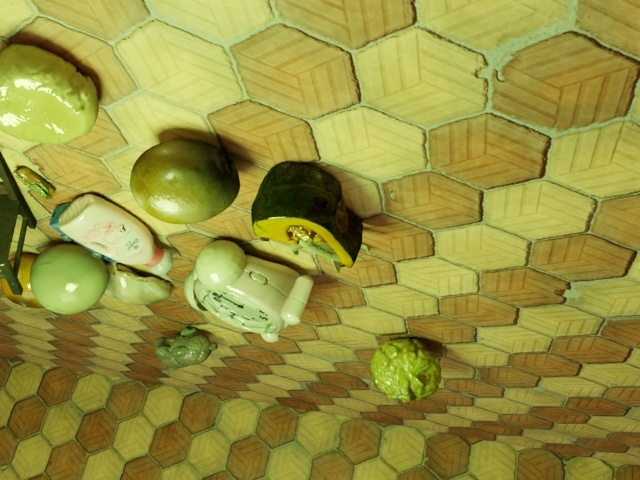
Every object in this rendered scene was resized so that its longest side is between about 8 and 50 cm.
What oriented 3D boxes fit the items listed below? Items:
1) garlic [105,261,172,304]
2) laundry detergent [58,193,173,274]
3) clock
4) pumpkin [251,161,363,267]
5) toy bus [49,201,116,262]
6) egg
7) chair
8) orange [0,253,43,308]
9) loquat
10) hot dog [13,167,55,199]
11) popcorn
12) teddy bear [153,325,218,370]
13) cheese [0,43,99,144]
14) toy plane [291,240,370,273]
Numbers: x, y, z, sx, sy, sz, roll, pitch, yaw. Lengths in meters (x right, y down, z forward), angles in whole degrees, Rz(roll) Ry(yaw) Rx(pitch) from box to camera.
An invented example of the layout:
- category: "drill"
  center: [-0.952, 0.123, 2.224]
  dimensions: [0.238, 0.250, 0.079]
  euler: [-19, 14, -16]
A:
- category: "garlic"
  center: [-0.634, 0.153, 2.327]
  dimensions: [0.217, 0.110, 0.228]
  euler: [-3, 151, 38]
- category: "laundry detergent"
  center: [-0.548, -0.003, 1.954]
  dimensions: [0.159, 0.088, 0.335]
  euler: [-30, 138, 20]
- category: "clock"
  center: [-0.218, 0.142, 2.026]
  dimensions: [0.325, 0.184, 0.342]
  euler: [23, 149, -10]
- category: "pumpkin"
  center: [-0.034, -0.046, 1.579]
  dimensions: [0.189, 0.139, 0.280]
  euler: [-3, 148, 23]
- category: "toy bus"
  center: [-0.649, -0.018, 2.004]
  dimensions: [0.094, 0.079, 0.236]
  euler: [-10, 147, 36]
- category: "egg"
  center: [-0.779, 0.119, 2.188]
  dimensions: [0.269, 0.219, 0.219]
  euler: [-13, 145, 39]
- category: "chair"
  center: [-0.907, -0.042, 1.868]
  dimensions: [0.202, 0.241, 0.416]
  euler: [8, 156, -5]
- category: "orange"
  center: [-0.970, 0.146, 2.396]
  dimensions: [0.223, 0.170, 0.224]
  euler: [12, 154, 6]
- category: "loquat"
  center: [-0.285, -0.123, 1.505]
  dimensions: [0.227, 0.179, 0.179]
  euler: [4, 155, 0]
- category: "hot dog"
  center: [-0.737, -0.144, 1.826]
  dimensions: [0.056, 0.041, 0.133]
  euler: [-3, 151, 31]
- category: "popcorn"
  center: [0.285, 0.431, 2.362]
  dimensions: [0.236, 0.206, 0.251]
  euler: [-7, 170, 5]
- category: "teddy bear"
  center: [-0.539, 0.425, 2.778]
  dimensions: [0.235, 0.151, 0.267]
  euler: [-6, 165, -38]
- category: "cheese"
  center: [-0.542, -0.275, 1.381]
  dimensions: [0.213, 0.117, 0.226]
  euler: [22, 150, -33]
- category: "toy plane"
  center: [0.000, 0.000, 1.715]
  dimensions: [0.228, 0.093, 0.244]
  euler: [-3, 150, 35]
